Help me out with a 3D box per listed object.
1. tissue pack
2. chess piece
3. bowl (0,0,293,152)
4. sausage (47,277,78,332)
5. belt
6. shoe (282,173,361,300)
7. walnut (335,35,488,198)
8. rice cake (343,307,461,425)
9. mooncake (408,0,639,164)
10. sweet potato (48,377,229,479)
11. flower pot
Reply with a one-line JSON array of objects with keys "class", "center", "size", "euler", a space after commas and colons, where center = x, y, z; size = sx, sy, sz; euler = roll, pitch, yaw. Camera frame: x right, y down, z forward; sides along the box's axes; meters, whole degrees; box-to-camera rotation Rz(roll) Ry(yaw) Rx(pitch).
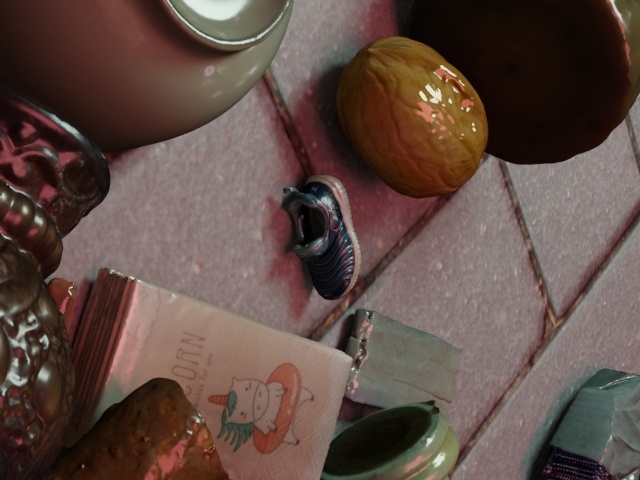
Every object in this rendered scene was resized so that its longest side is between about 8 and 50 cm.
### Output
[{"class": "tissue pack", "center": [-0.107, 0.154, 1.128], "size": [0.325, 0.071, 0.170], "euler": [26, 79, -46]}, {"class": "chess piece", "center": [0.121, 0.352, 1.290], "size": [0.176, 0.176, 0.298], "euler": [-36, 109, -39]}, {"class": "bowl", "center": [-0.142, -0.247, 0.962], "size": [0.354, 0.185, 0.353], "euler": [-7, 99, -46]}, {"class": "sausage", "center": [-0.248, 0.106, 1.001], "size": [0.030, 0.035, 0.147], "euler": [13, 83, -15]}, {"class": "belt", "center": [0.447, 0.346, 1.718], "size": [0.325, 0.122, 0.260], "euler": [-51, 133, -32]}, {"class": "shoe", "center": [0.000, 0.000, 1.235], "size": [0.071, 0.064, 0.142], "euler": [-22, 108, -45]}, {"class": "walnut", "center": [0.104, -0.140, 1.268], "size": [0.206, 0.159, 0.159], "euler": [49, 59, -31]}, {"class": "rice cake", "center": [0.098, 0.162, 1.377], "size": [0.211, 0.038, 0.124], "euler": [19, 81, -46]}, {"class": "mooncake", "center": [0.257, -0.242, 1.329], "size": [0.161, 0.290, 0.290], "euler": [-39, 121, -46]}, {"class": "sweet potato", "center": [-0.224, 0.258, 0.905], "size": [0.337, 0.131, 0.131], "euler": [-39, 122, -30]}, {"class": "flower pot", "center": [-0.286, 0.034, 0.806], "size": [0.266, 0.267, 0.267], "euler": [42, 54, -42]}]
